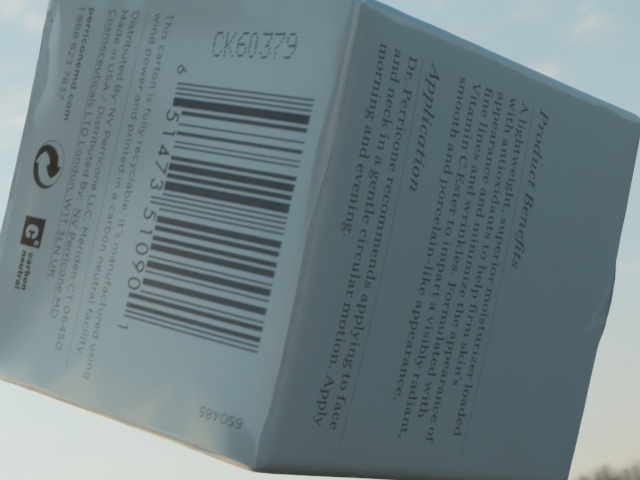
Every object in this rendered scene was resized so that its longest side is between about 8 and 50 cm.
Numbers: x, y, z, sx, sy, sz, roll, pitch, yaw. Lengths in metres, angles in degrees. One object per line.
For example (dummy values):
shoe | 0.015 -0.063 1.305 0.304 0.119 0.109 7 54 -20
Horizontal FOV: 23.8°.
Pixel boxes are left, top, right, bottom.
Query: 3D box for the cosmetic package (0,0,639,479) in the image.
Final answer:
cosmetic package | 0.000 0.000 0.565 0.151 0.151 0.183 12 -2 41
